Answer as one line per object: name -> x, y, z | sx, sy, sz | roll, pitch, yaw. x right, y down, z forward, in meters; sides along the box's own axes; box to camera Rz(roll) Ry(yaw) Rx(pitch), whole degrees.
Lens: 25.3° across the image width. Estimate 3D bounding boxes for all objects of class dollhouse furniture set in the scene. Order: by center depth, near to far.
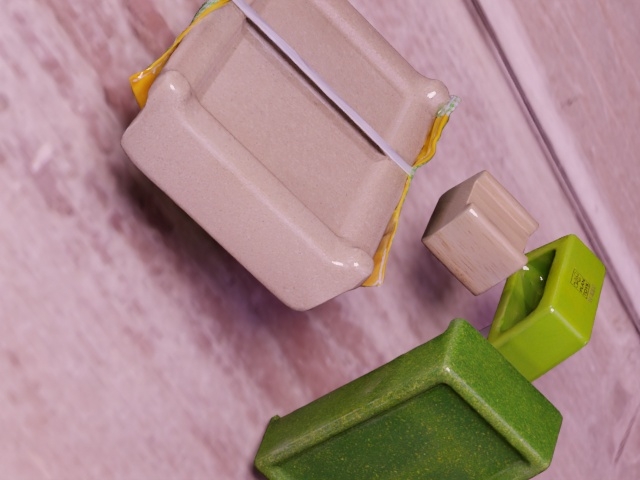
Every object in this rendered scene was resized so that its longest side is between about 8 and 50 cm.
dollhouse furniture set -> 0.000, 0.000, 0.821 | 0.301, 0.151, 0.197 | 44, 39, -15
